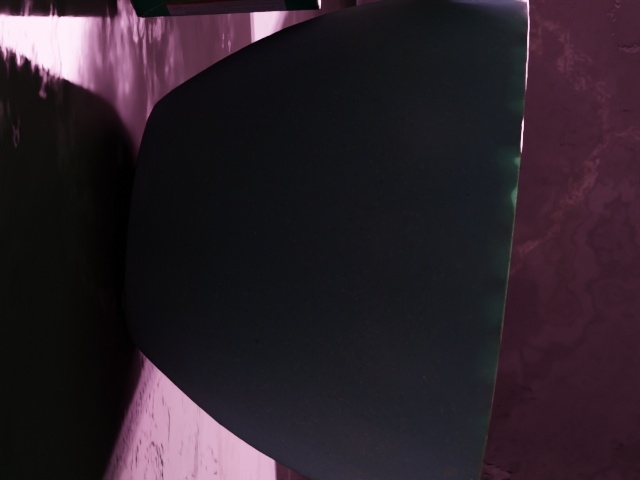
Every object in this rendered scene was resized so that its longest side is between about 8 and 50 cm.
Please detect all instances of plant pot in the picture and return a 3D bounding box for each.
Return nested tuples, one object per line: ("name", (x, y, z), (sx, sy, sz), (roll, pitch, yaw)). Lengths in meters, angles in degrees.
("plant pot", (0.000, 0.000, 0.982), (0.290, 0.195, 0.290), (6, 90, -88))

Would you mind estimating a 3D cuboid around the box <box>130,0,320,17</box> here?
("box", (-0.053, -0.212, 0.983), (0.043, 0.105, 0.179), (71, 19, -72))
